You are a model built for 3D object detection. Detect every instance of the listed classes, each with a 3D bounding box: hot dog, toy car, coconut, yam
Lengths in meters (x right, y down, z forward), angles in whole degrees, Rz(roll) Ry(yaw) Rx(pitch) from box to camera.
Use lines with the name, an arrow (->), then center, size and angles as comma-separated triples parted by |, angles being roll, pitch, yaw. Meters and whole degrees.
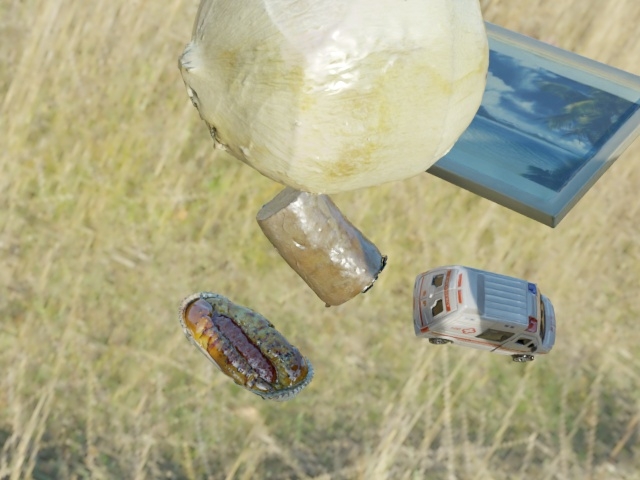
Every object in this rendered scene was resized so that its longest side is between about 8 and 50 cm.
hot dog -> -0.098, 0.131, 1.655 | 0.192, 0.053, 0.099 | 39, 46, 10
toy car -> 0.218, 0.086, 1.610 | 0.209, 0.108, 0.089 | 14, 65, -28
coconut -> 0.001, -0.118, 0.838 | 0.194, 0.194, 0.194 | 22, 29, -13
yam -> -0.001, 0.000, 1.311 | 0.127, 0.084, 0.084 | 49, 22, -21

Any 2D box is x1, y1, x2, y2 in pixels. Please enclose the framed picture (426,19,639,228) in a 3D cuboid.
framed picture -> 0.166, -0.141, 1.345 | 0.315, 0.024, 0.232 | 25, 52, 31
